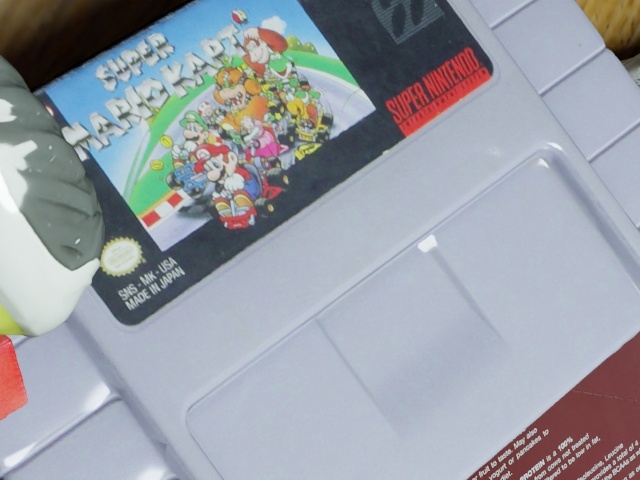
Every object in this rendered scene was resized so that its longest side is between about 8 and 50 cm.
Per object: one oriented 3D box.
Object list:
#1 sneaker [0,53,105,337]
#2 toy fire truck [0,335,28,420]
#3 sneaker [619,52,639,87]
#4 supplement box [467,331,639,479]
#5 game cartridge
[{"bbox_3d":[-0.239,-0.064,0.448,0.385,0.145,0.147,29,80,-8],"label":"sneaker"},{"bbox_3d":[-0.179,0.083,0.630,0.047,0.192,0.135,-35,123,-44],"label":"toy fire truck"},{"bbox_3d":[0.234,-0.075,0.988,0.281,0.115,0.105,-26,112,-33],"label":"sneaker"},{"bbox_3d":[0.060,0.078,0.864,0.191,0.129,0.194,-33,116,-30],"label":"supplement box"},{"bbox_3d":[0.000,0.000,0.715,0.355,0.068,0.230,-36,93,-31],"label":"game cartridge"}]
